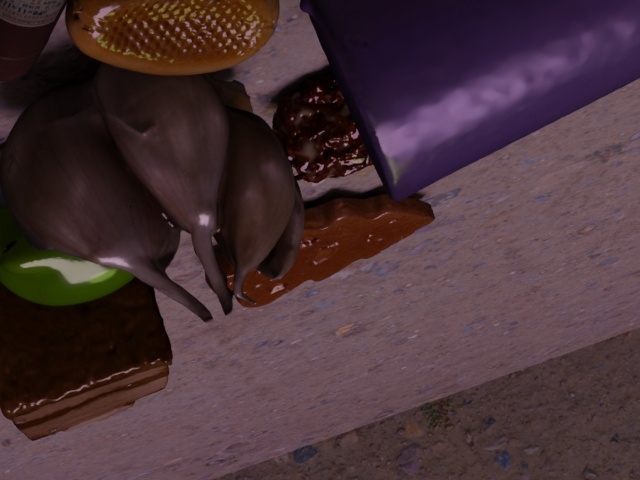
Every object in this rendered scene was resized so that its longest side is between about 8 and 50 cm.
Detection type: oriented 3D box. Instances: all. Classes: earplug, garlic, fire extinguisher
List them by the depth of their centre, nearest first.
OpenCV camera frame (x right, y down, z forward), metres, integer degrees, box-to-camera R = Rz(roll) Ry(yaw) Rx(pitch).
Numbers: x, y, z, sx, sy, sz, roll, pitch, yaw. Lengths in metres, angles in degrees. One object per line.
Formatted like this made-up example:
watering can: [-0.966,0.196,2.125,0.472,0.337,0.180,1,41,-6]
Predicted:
fire extinguisher: [-0.208,-0.199,0.979,0.099,0.071,0.231,18,148,-17]
earplug: [0.218,-0.215,1.168,0.455,0.215,0.215,-23,162,1]
garlic: [-0.135,-0.050,1.221,0.210,0.292,0.237,-38,114,13]

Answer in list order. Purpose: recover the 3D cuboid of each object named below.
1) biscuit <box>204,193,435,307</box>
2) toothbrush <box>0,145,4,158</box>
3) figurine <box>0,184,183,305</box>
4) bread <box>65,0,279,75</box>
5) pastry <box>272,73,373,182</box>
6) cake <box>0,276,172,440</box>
biscuit: [0.000,0.000,1.825,0.306,0.043,0.284,-17,161,-15]
toothbrush: [-0.308,-0.069,1.331,0.219,0.016,0.019,-26,163,20]
figurine: [-0.204,-0.025,1.380,0.263,0.143,0.162,-23,-162,-33]
bread: [-0.114,-0.180,1.094,0.189,0.077,0.114,0,139,-41]
pastry: [0.056,-0.128,1.423,0.208,0.097,0.115,-24,172,8]
cake: [-0.274,0.097,1.590,0.196,0.199,0.293,-22,167,-10]
